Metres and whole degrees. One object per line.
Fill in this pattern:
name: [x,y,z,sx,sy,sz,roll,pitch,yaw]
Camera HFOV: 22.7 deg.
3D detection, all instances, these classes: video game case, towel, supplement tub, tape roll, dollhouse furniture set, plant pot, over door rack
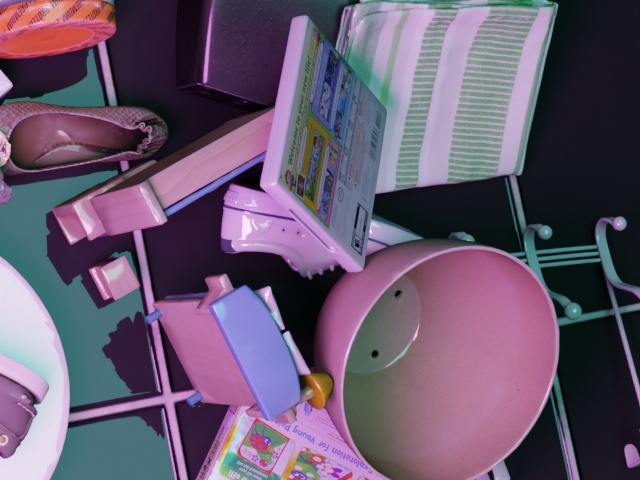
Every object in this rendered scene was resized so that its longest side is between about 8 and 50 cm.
video game case: [0.007,-0.102,1.715,0.193,0.023,0.212,45,47,-48]
towel: [0.142,-0.175,1.912,0.324,0.038,0.248,-8,118,-37]
supplement tub: [-0.329,-0.374,1.782,0.193,0.193,0.316,-10,85,-21]
tape roll: [-0.466,0.169,1.709,0.392,0.072,0.392,3,80,-19]
dollhouse furniture set: [-0.101,0.041,1.769,0.198,0.286,0.303,-31,101,-28]
plant pot: [-0.077,-0.239,1.866,0.188,0.187,0.167,17,87,-17]
over door rack: [0.298,0.136,1.973,0.239,0.108,0.324,-5,83,-20]
plant pot: [0.103,0.118,1.825,0.284,0.191,0.284,-9,109,-26]

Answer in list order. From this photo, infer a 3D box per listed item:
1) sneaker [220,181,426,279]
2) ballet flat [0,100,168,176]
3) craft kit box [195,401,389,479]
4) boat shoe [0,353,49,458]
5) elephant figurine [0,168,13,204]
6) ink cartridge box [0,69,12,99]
sneaker: [0.000,0.000,1.908,0.258,0.094,0.091,13,98,-15]
ballet flat: [-0.287,-0.113,1.807,0.249,0.058,0.084,-5,110,-28]
craft kit box: [-0.020,0.305,1.859,0.249,0.061,0.247,29,70,-13]
boat shoe: [-0.430,0.125,1.633,0.305,0.109,0.091,28,68,-18]
elephant figurine: [-0.481,-0.091,1.688,0.169,0.186,0.239,-53,126,-42]
ink cartridge box: [-0.422,-0.166,1.789,0.122,0.052,0.088,-42,96,-21]
